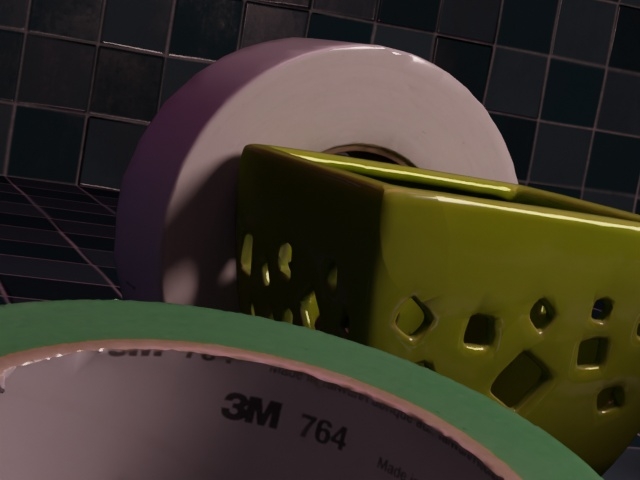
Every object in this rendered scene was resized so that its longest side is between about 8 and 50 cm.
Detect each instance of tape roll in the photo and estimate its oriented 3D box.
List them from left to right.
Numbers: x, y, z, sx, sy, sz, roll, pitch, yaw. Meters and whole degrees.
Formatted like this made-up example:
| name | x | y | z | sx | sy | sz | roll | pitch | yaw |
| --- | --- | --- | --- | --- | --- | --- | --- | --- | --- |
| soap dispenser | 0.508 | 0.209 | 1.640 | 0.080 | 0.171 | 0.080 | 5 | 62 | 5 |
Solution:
| name | x | y | z | sx | sy | sz | roll | pitch | yaw |
| --- | --- | --- | --- | --- | --- | --- | --- | --- | --- |
| tape roll | -0.035 | 0.120 | 0.495 | 0.321 | 0.077 | 0.321 | 11 | 19 | -4 |
| tape roll | 0.000 | 0.000 | 1.002 | 0.286 | 0.286 | 0.100 | 6 | 8 | -28 |

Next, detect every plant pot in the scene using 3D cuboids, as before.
| name | x | y | z | sx | sy | sz | roll | pitch | yaw |
| --- | --- | --- | --- | --- | --- | --- | --- | --- | --- |
| plant pot | 0.072 | 0.066 | 0.861 | 0.228 | 0.207 | 0.227 | 6 | 7 | -23 |
